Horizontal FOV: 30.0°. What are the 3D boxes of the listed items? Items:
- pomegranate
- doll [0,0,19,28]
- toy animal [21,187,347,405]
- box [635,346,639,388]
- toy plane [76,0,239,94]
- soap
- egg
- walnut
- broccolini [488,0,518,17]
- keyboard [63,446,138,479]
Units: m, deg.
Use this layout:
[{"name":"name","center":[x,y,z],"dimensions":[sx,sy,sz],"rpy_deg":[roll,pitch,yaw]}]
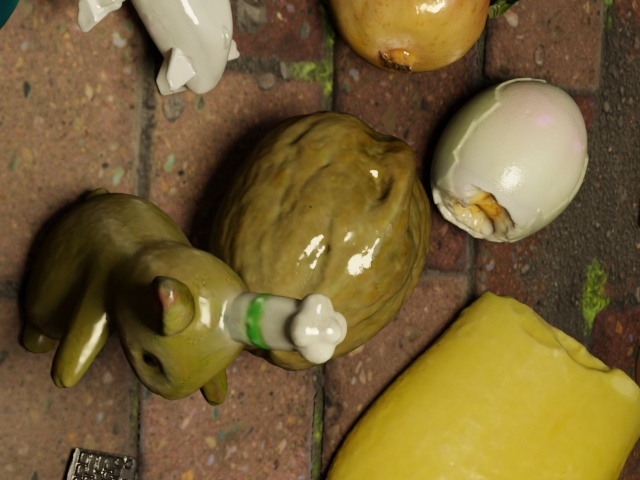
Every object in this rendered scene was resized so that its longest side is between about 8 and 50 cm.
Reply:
[{"name":"pomegranate","center":[0.101,-0.279,1.367],"dimensions":[0.191,0.191,0.191],"rpy_deg":[-4,96,-38]},{"name":"doll","center":[-0.339,-0.284,1.014],"dimensions":[0.198,0.186,0.322],"rpy_deg":[20,79,-37]},{"name":"toy animal","center":[-0.146,0.075,1.103],"dimensions":[0.181,0.363,0.180],"rpy_deg":[4,106,-35]},{"name":"box","center":[0.633,0.206,1.802],"dimensions":[0.301,0.216,0.301],"rpy_deg":[-3,95,-40]},{"name":"toy plane","center":[-0.158,-0.264,1.206],"dimensions":[0.244,0.117,0.245],"rpy_deg":[12,75,-51]},{"name":"soap","center":[0.193,0.285,1.459],"dimensions":[0.306,0.115,0.427],"rpy_deg":[42,66,5]},{"name":"egg","center":[0.242,-0.110,1.487],"dimensions":[0.183,0.183,0.217],"rpy_deg":[44,64,-32]},{"name":"walnut","center":[0.000,0.000,1.261],"dimensions":[0.227,0.283,0.283],"rpy_deg":[36,71,-15]},{"name":"broccolini","center":[0.316,-0.374,1.605],"dimensions":[0.071,0.057,0.254],"rpy_deg":[39,59,12]},{"name":"keyboard","center":[-0.252,0.343,1.240],"dimensions":[0.087,0.017,0.250],"rpy_deg":[20,81,-36]}]
